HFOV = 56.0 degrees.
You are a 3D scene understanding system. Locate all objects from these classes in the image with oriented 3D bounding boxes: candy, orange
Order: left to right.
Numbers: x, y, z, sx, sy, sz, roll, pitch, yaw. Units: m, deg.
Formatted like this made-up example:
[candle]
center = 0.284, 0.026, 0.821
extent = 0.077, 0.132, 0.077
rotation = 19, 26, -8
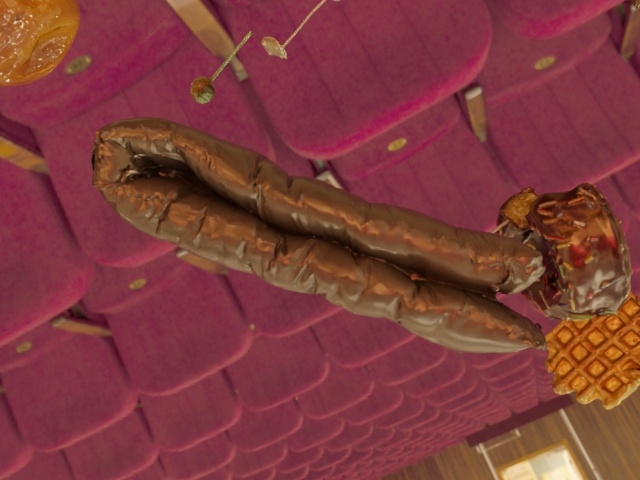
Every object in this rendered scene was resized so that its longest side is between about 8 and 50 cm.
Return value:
[orange]
center = -0.466, -0.357, 0.874
extent = 0.183, 0.249, 0.249
rotation = -37, 167, -31
[candy]
center = -0.220, -0.394, 1.360
extent = 0.202, 0.061, 0.061
rotation = -47, 154, 8

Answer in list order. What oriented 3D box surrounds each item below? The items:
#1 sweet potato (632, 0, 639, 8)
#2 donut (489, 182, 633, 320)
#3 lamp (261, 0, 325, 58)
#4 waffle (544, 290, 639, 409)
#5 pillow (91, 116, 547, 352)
[sweet potato]
center = 0.561, -0.510, 1.043
extent = 0.069, 0.060, 0.250
rotation = 8, 148, 17
[donut]
center = 0.341, 0.021, 0.882
extent = 0.095, 0.216, 0.230
rotation = -21, -163, -13
[lamp]
center = -0.026, -0.424, 1.124
extent = 0.198, 0.056, 0.050
rotation = -48, 139, -3
[waffle]
center = 0.475, 0.187, 1.013
extent = 0.211, 0.160, 0.055
rotation = -49, 153, 14
[pillow]
center = 0.000, 0.000, 0.499
extent = 0.326, 0.101, 0.228
rotation = 18, 177, 2
